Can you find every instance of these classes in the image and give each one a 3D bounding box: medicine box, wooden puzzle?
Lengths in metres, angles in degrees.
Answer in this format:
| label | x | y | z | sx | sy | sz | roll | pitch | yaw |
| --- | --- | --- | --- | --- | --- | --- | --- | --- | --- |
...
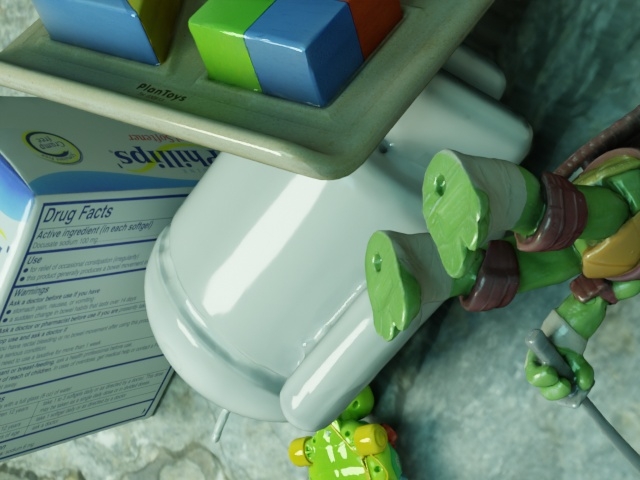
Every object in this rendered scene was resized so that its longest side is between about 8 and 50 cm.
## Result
| label | x | y | z | sx | sy | sz | roll | pitch | yaw |
| --- | --- | --- | --- | --- | --- | --- | --- | --- | --- |
| medicine box | -0.232 | 0.033 | 0.963 | 0.149 | 0.263 | 0.289 | 39 | 115 | 26 |
| wooden puzzle | -0.034 | -0.197 | 0.766 | 0.322 | 0.348 | 0.080 | 18 | 141 | 33 |

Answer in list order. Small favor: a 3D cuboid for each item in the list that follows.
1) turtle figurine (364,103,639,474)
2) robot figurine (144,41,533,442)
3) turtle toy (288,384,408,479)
| label | x | y | z | sx | sy | sz | roll | pitch | yaw |
| --- | --- | --- | --- | --- | --- | --- | --- | --- | --- |
| turtle figurine | 0.178 | 0.044 | 0.657 | 0.198 | 0.266 | 0.274 | -170 | 83 | -68 |
| robot figurine | 0.000 | 0.000 | 0.834 | 0.353 | 0.200 | 0.300 | -49 | 27 | 28 |
| turtle toy | 0.028 | 0.174 | 0.913 | 0.095 | 0.066 | 0.130 | -17 | 84 | 36 |
